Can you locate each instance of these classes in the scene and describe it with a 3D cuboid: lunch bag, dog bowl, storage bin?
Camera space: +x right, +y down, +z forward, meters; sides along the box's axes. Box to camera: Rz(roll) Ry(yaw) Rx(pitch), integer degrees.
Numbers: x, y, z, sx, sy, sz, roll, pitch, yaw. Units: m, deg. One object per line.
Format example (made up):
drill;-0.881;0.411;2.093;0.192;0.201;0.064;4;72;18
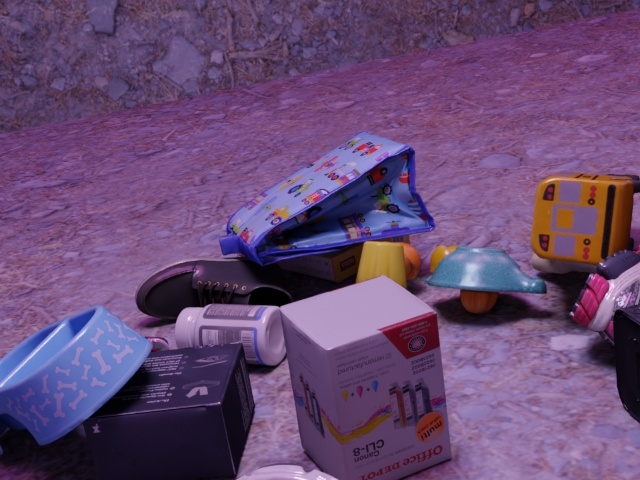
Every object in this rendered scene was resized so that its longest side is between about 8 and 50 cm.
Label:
lunch bag;-0.014;-0.046;1.665;0.293;0.138;0.221;-21;16;-11
dog bowl;-0.312;0.157;1.287;0.297;0.074;0.166;-22;21;52
storage bin;0.378;0.140;1.129;0.084;0.122;0.180;-14;20;-12

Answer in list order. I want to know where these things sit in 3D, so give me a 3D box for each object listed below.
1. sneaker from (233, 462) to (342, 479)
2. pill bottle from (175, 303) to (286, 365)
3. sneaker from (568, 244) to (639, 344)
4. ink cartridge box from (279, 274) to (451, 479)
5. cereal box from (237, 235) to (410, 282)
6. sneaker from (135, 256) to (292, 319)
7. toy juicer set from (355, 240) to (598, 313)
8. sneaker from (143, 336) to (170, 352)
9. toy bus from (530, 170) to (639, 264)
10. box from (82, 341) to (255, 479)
sneaker;0.005;0.272;0.978;0.262;0.099;0.121;-2;25;22
pill bottle;-0.117;0.122;1.468;0.137;0.078;0.078;1;22;25
sneaker;0.422;0.062;1.376;0.112;0.121;0.299;38;42;25
ink cartridge box;0.048;0.150;1.171;0.128;0.176;0.127;-17;24;-20
cereal box;0.000;0.000;1.802;0.173;0.047;0.240;-25;25;-37
sneaker;-0.154;0.076;1.606;0.222;0.083;0.118;-11;20;-10
toy juicer set;0.217;0.053;1.535;0.328;0.090;0.209;3;1;6
sneaker;-0.260;0.149;1.517;0.119;0.047;0.057;-1;13;0
toy bus;0.363;-0.035;1.512;0.130;0.108;0.332;5;6;14
box;-0.166;0.195;1.264;0.155;0.093;0.158;-7;19;8
